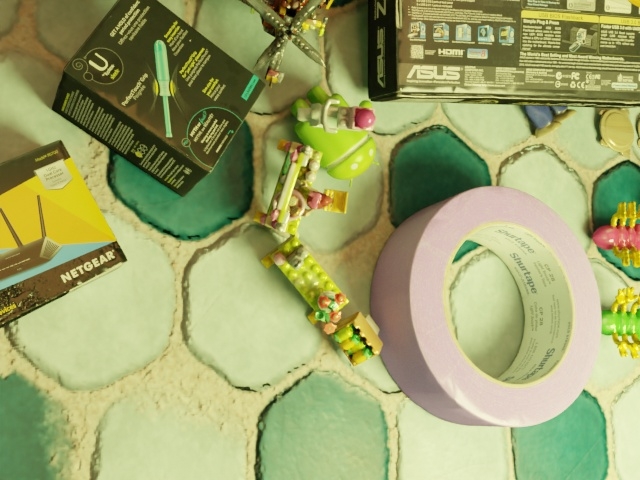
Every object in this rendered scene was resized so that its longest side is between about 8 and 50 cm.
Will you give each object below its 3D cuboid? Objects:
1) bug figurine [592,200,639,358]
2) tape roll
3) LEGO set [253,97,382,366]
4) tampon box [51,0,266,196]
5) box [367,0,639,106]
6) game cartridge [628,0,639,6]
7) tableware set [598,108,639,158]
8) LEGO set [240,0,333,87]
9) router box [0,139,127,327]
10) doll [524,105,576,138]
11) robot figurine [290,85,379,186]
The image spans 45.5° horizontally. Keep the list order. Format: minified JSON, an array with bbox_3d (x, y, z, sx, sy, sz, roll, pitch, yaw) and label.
[{"bbox_3d":[0.467,0.058,1.048,0.216,0.072,0.279,7,80,-19],"label":"bug figurine"},{"bbox_3d":[0.198,0.079,0.900,0.274,0.090,0.275,6,75,-25],"label":"tape roll"},{"bbox_3d":[0.000,0.000,0.783,0.132,0.107,0.287,-4,95,-7],"label":"LEGO set"},{"bbox_3d":[-0.161,-0.144,0.761,0.161,0.101,0.120,36,65,-15],"label":"tampon box"},{"bbox_3d":[0.252,-0.325,0.932,0.394,0.097,0.319,-3,97,-19],"label":"box"},{"bbox_3d":[0.292,-0.457,0.865,0.323,0.052,0.286,16,88,-23],"label":"game cartridge"},{"bbox_3d":[0.458,-0.202,1.130,0.141,0.020,0.169,0,80,-24],"label":"tableware set"},{"bbox_3d":[-0.083,-0.336,0.747,0.331,0.192,0.255,33,104,-25],"label":"LEGO set"},{"bbox_3d":[-0.289,0.005,0.696,0.178,0.046,0.133,-30,93,-28],"label":"router box"},{"bbox_3d":[0.267,-0.233,1.026,0.129,0.046,0.189,-36,96,-29],"label":"doll"},{"bbox_3d":[0.016,-0.118,0.863,0.101,0.067,0.115,-39,98,-10],"label":"robot figurine"}]
